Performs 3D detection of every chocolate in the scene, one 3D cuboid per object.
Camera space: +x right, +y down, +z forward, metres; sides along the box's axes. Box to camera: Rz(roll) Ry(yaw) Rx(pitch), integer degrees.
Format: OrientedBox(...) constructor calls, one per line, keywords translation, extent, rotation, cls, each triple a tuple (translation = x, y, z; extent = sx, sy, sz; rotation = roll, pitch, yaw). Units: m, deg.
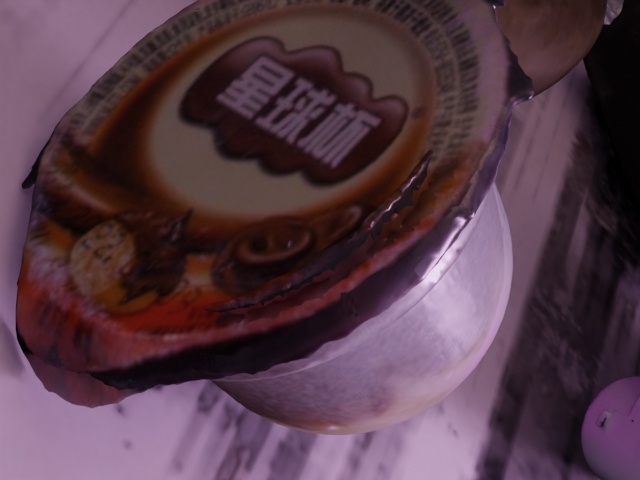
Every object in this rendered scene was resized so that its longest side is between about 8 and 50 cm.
OrientedBox(translation=(-0.001, 0.008, 0.690), extent=(0.221, 0.221, 0.147), rotation=(-81, 151, -45), cls="chocolate")

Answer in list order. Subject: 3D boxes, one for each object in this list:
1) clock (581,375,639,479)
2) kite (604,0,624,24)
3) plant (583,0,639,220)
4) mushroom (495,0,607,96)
OrientedBox(translation=(0.270, 0.066, 0.902), extent=(0.248, 0.228, 0.090), rotation=(27, 4, -39), cls="clock")
OrientedBox(translation=(0.162, -0.215, 1.173), extent=(0.310, 0.015, 0.169), rotation=(38, 39, -22), cls="kite")
OrientedBox(translation=(0.265, -0.042, 1.043), extent=(0.164, 0.142, 0.256), rotation=(-13, 68, -54), cls="plant")
OrientedBox(translation=(0.074, -0.170, 0.876), extent=(0.204, 0.204, 0.204), rotation=(29, 42, -31), cls="mushroom")
